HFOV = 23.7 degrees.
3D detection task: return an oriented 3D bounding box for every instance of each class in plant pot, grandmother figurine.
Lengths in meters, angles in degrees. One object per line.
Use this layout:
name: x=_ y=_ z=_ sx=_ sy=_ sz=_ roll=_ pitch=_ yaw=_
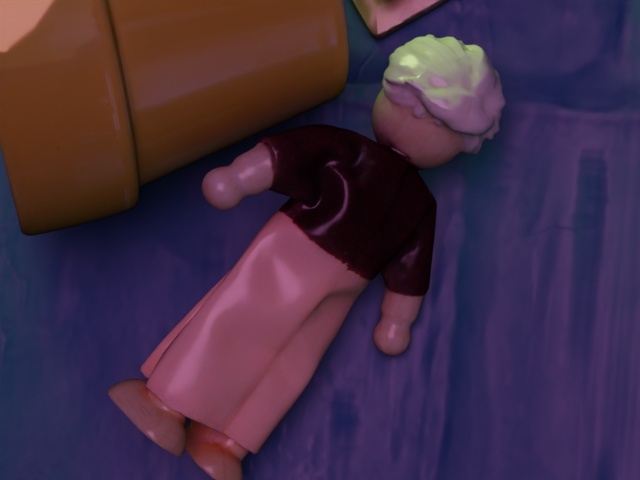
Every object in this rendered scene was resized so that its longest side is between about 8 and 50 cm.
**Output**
plant pot: x=-0.116 y=-0.151 z=1.038 sx=0.239 sy=0.254 sz=0.254 roll=-13 pitch=80 yaw=-10
grandmother figurine: x=0.000 y=0.000 z=1.039 sx=0.342 sy=0.208 sz=0.104 roll=-51 pitch=46 yaw=-1

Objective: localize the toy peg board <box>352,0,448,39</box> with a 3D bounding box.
toy peg board: x=0.068 y=-0.260 z=1.103 sx=0.160 sy=0.079 sz=0.161 roll=-29 pitch=80 yaw=2
